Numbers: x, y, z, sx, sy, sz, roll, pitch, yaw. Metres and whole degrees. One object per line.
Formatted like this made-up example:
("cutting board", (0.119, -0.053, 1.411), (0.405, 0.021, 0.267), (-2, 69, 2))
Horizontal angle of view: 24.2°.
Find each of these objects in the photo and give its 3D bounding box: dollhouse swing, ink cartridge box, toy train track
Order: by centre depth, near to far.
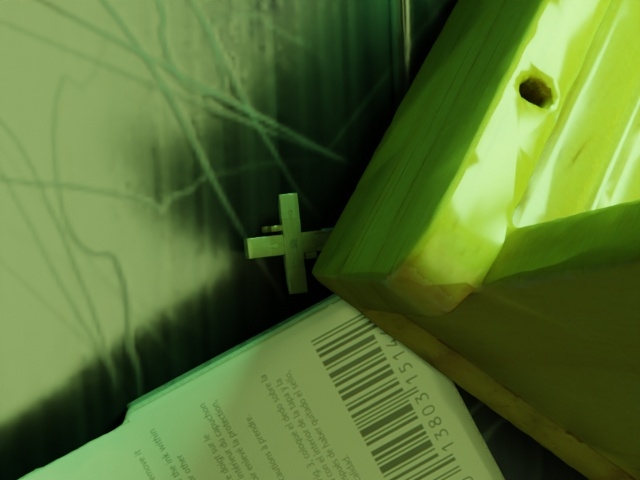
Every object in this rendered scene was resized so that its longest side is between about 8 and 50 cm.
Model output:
("dollhouse swing", (0.233, 0.005, 0.598), (0.347, 0.305, 0.315), (36, 59, -13))
("ink cartridge box", (-0.015, 0.203, 0.677), (0.261, 0.066, 0.296), (-28, 91, -7))
("toy train track", (0.000, 0.000, 0.726), (0.083, 0.014, 0.048), (-6, 91, -27))
